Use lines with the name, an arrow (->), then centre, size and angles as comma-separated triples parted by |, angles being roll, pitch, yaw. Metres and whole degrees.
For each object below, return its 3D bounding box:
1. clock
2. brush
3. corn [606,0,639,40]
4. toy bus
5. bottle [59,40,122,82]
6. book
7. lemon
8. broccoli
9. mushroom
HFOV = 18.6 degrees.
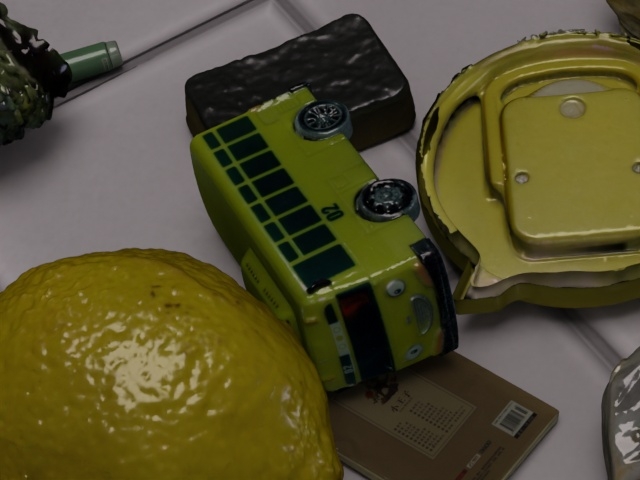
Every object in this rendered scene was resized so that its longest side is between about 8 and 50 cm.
clock -> 0.223, -0.054, 1.705 | 0.277, 0.071, 0.293 | 1, 56, 9
brush -> -0.022, -0.128, 1.805 | 0.197, 0.059, 0.123 | -22, 50, -11
corn -> 0.384, -0.195, 1.768 | 0.122, 0.123, 0.305 | -38, 55, -20
toy bus -> 0.000, 0.000, 1.639 | 0.150, 0.128, 0.262 | -25, 44, -11
bottle -> -0.233, -0.169, 1.885 | 0.083, 0.030, 0.030 | -18, 51, -9
book -> 0.076, 0.142, 1.598 | 0.199, 0.016, 0.138 | 29, 59, 27
lemon -> -0.129, 0.140, 1.467 | 0.322, 0.268, 0.268 | 8, 52, 18
broccoli -> -0.351, -0.226, 1.790 | 0.145, 0.304, 0.165 | -25, 9, -36
mushroom -> 0.347, 0.087, 1.564 | 0.351, 0.097, 0.109 | -32, 56, -23
